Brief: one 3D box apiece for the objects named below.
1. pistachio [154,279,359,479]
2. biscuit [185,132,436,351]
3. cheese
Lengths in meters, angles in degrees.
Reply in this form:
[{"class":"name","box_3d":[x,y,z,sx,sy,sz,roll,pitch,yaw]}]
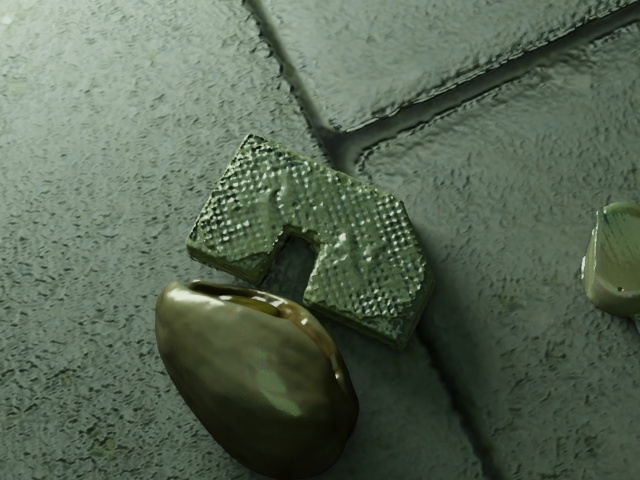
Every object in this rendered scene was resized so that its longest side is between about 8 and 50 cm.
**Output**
[{"class":"pistachio","box_3d":[-0.062,0.123,1.286,0.153,0.138,0.238,-45,69,12]},{"class":"biscuit","box_3d":[0.000,0.000,1.354,0.250,0.046,0.147,26,68,12]},{"class":"cheese","box_3d":[0.299,0.047,1.308,0.092,0.047,0.171,-3,73,7]}]
